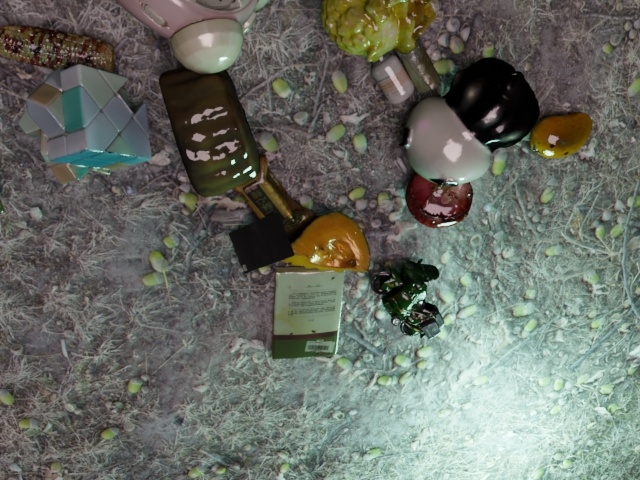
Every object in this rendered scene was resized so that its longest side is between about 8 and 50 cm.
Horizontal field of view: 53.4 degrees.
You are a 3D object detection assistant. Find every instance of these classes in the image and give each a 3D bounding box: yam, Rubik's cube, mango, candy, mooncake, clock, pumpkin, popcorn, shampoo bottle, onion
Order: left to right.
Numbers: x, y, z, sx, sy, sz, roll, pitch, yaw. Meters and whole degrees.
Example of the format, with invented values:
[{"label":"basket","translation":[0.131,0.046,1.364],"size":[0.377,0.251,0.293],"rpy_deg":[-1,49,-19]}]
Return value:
[{"label":"Rubik's cube","translation":[-0.510,-0.240,1.352],"size":[0.212,0.265,0.224],"rpy_deg":[-8,85,30]},{"label":"clock","translation":[-0.259,-0.527,1.258],"size":[0.325,0.184,0.342],"rpy_deg":[35,62,-23]},{"label":"mooncake","translation":[-0.239,-0.245,1.394],"size":[0.161,0.290,0.290],"rpy_deg":[-19,117,-7]},{"label":"candy","translation":[-0.123,-0.099,1.595],"size":[0.143,0.101,0.271],"rpy_deg":[-27,128,11]},{"label":"pumpkin","translation":[0.000,0.000,1.680],"size":[0.253,0.130,0.149],"rpy_deg":[12,82,-23]},{"label":"popcorn","translation":[0.128,-0.520,1.384],"size":[0.259,0.259,0.212],"rpy_deg":[-22,159,-3]},{"label":"shampoo bottle","translation":[0.152,-0.421,1.525],"size":[0.074,0.074,0.192],"rpy_deg":[-35,112,4]},{"label":"yam","translation":[0.229,-0.437,1.542],"size":[0.068,0.068,0.169],"rpy_deg":[-34,117,3]},{"label":"onion","translation":[0.305,-0.113,1.679],"size":[0.183,0.147,0.184],"rpy_deg":[3,78,-13]},{"label":"mango","translation":[0.645,-0.280,1.704],"size":[0.178,0.090,0.115],"rpy_deg":[-12,109,-17]}]

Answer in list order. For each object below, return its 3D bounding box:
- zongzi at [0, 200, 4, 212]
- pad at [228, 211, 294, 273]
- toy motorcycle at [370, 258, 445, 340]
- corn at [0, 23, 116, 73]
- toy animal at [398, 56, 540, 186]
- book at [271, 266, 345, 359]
[{"label":"zongzi","translation":[-0.896,-0.205,1.327],"size":[0.356,0.174,0.393],"rpy_deg":[-8,122,-5]},{"label":"pad","translation":[-0.151,0.009,1.599],"size":[0.193,0.004,0.116],"rpy_deg":[-21,91,40]},{"label":"toy motorcycle","translation":[0.271,0.164,1.804],"size":[0.187,0.125,0.275],"rpy_deg":[-28,120,11]},{"label":"corn","translation":[-0.567,-0.406,1.355],"size":[0.253,0.086,0.086],"rpy_deg":[7,112,-14]},{"label":"toy animal","translation":[0.348,-0.276,1.550],"size":[0.310,0.251,0.251],"rpy_deg":[-43,117,1]},{"label":"book","translation":[-0.037,0.206,1.796],"size":[0.201,0.026,0.290],"rpy_deg":[0,114,-14]}]
